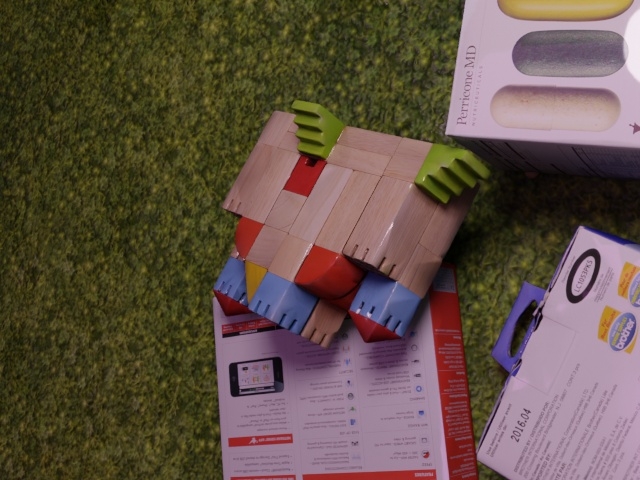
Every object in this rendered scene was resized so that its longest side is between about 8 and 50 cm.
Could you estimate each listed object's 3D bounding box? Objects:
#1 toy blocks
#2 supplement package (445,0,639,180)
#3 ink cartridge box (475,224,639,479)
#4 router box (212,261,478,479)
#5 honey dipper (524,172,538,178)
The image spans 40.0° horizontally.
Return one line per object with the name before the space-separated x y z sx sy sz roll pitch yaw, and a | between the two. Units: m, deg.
toy blocks | 0.000 0.000 1.032 0.381 0.191 0.261 20 80 49
supplement package | 0.293 -0.173 0.892 0.263 0.198 0.199 7 88 27
ink cartridge box | 0.339 0.159 0.863 0.395 0.151 0.270 27 99 32
router box | 0.020 0.197 1.118 0.335 0.082 0.301 -11 78 33
honey dipper | 0.246 -0.153 1.042 0.030 0.030 0.160 -7 82 34
